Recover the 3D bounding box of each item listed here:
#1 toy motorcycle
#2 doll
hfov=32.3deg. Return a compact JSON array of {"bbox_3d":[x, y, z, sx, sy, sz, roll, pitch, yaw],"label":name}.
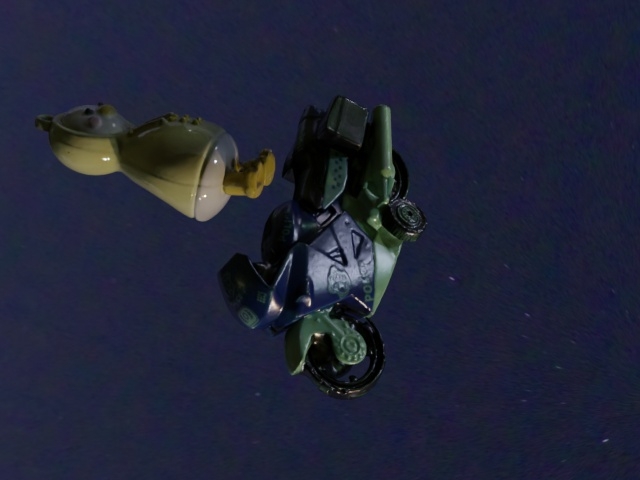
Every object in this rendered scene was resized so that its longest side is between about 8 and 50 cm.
[{"bbox_3d":[0.000,0.000,1.177,0.196,0.125,0.331,22,-122,-19],"label":"toy motorcycle"},{"bbox_3d":[-0.205,-0.110,1.332,0.296,0.141,0.117,21,-63,3],"label":"doll"}]
